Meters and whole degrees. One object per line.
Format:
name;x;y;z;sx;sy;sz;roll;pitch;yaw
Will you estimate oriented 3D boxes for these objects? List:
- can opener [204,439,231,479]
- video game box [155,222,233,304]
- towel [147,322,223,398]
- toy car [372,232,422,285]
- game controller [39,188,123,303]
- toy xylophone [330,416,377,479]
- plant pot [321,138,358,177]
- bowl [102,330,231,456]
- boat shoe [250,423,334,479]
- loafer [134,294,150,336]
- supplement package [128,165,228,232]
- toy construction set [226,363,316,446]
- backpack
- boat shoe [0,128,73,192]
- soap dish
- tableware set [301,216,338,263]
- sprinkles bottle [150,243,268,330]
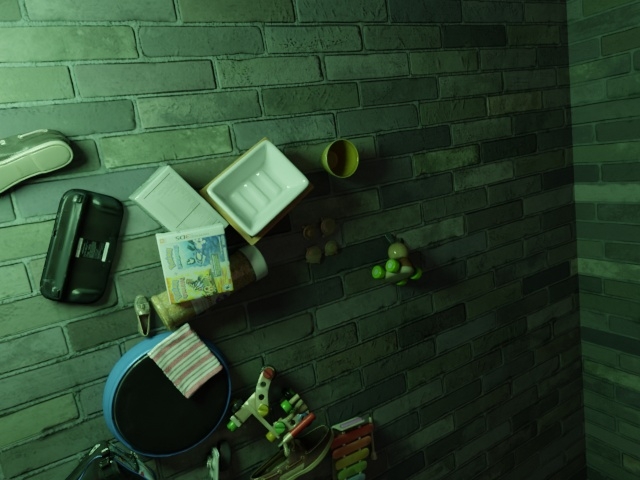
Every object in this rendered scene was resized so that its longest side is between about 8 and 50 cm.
can opener;-0.345;0.820;1.550;0.093;0.074;0.280;3;94;-31
video game box;-0.358;0.065;1.329;0.187;0.048;0.205;-12;108;-18
towel;-0.405;0.365;1.405;0.144;0.029;0.197;-40;113;-21
toy car;0.297;0.065;1.835;0.155;0.149;0.188;18;58;-34
game controller;-0.664;0.020;1.297;0.167;0.067;0.318;15;88;-45
toy xylophone;0.136;0.828;1.820;0.236;0.081;0.322;-17;107;-28
plant pot;0.054;-0.289;1.649;0.134;0.095;0.134;-3;97;-30
bowl;-0.464;0.484;1.445;0.392;0.077;0.390;-4;97;-29
boat shoe;-0.101;0.769;1.664;0.342;0.123;0.123;-33;108;-20
loafer;-0.533;0.228;1.397;0.045;0.039;0.125;-7;99;-29
supplement package;-0.419;-0.087;1.374;0.139;0.134;0.244;-49;116;-15
toy construction set;-0.169;0.584;1.513;0.237;0.309;0.257;-39;105;-16
backpack;-0.602;0.731;1.316;0.263;0.213;0.276;44;80;-18
boat shoe;-0.810;-0.197;1.175;0.335;0.095;0.112;-24;142;-22
soap dish;-0.199;-0.153;1.465;0.229;0.118;0.291;45;68;-2
tableware set;0.000;0.000;1.694;0.141;0.020;0.168;-14;103;-26
sprinkles bottle;-0.342;0.141;1.453;0.356;0.121;0.121;-30;109;-24
